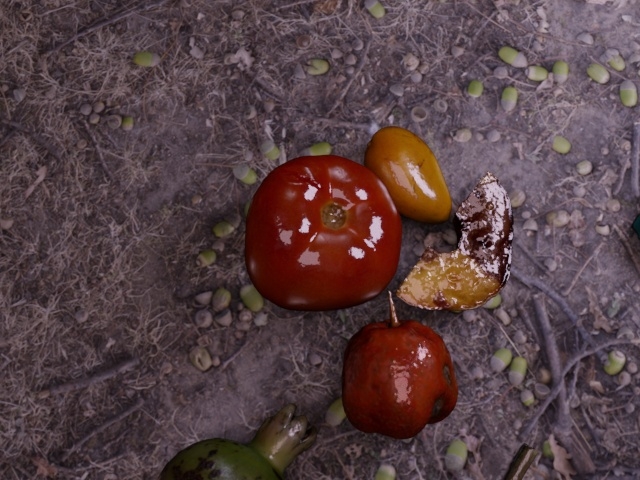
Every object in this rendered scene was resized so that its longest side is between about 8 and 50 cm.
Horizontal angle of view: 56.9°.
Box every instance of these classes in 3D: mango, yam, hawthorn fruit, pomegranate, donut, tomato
[{"bbox_3d":[0.172,-0.121,1.133,0.144,0.112,0.219,-27,74,-32],"label":"mango"},{"bbox_3d":[0.342,0.424,1.052,0.033,0.027,0.129,41,78,-22],"label":"yam"},{"bbox_3d":[0.131,0.203,1.012,0.207,0.207,0.243,-4,86,1],"label":"hawthorn fruit"},{"bbox_3d":[-0.122,0.432,0.984,0.306,0.242,0.242,-18,75,-34],"label":"pomegranate"},{"bbox_3d":[0.275,0.033,1.104,0.151,0.112,0.295,37,80,3],"label":"donut"},{"bbox_3d":[0.000,0.000,1.054,0.298,0.226,0.299,9,64,-19],"label":"tomato"}]

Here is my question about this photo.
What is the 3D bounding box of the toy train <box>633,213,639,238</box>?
[{"bbox_3d":[0.710,-0.028,1.109,0.203,0.112,0.163,35,86,9],"label":"toy train"}]
